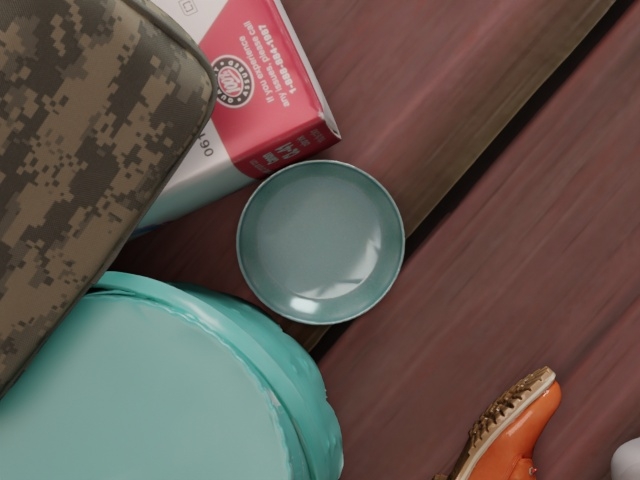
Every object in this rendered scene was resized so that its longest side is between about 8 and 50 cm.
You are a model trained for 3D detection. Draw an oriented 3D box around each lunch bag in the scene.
[{"bbox_3d":[-0.258,-0.067,0.950,0.256,0.212,0.305,35,91,41],"label":"lunch bag"}]

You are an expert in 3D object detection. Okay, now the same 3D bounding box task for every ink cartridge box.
[{"bbox_3d":[-0.170,-0.109,1.110,0.306,0.131,0.226,-26,86,3],"label":"ink cartridge box"}]

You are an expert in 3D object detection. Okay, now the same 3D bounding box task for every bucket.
[{"bbox_3d":[-0.125,0.154,1.071,0.281,0.183,0.281,0,88,5],"label":"bucket"}]

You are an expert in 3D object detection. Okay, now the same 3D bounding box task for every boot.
[{"bbox_3d":[0.133,0.165,1.114,0.084,0.059,0.158,35,100,2],"label":"boot"}]

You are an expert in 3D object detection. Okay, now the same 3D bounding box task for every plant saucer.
[{"bbox_3d":[0.000,0.000,1.135,0.119,0.021,0.119,0,102,-1],"label":"plant saucer"}]

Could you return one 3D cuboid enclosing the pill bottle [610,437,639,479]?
[{"bbox_3d":[0.301,0.286,1.026,0.188,0.188,0.334,-8,87,5],"label":"pill bottle"}]
